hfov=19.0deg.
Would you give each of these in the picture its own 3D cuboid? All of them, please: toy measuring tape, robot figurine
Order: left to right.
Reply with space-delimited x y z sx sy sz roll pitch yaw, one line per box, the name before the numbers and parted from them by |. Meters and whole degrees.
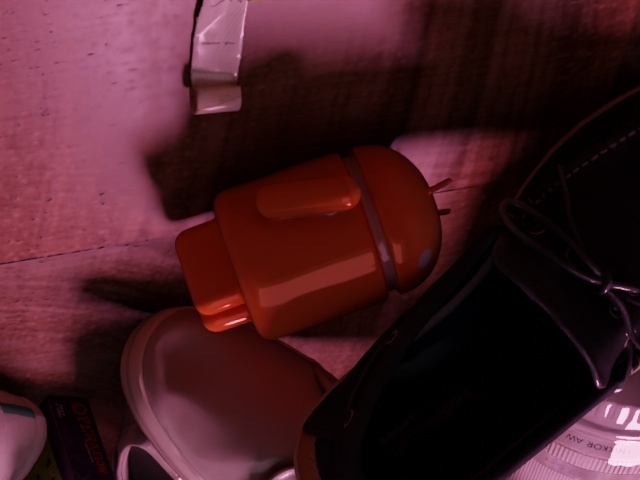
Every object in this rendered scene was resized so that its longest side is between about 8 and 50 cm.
toy measuring tape | -0.041 -0.171 1.272 0.121 0.121 0.330 -7 142 -18
robot figurine | 0.000 0.000 1.503 0.219 0.128 0.158 -19 120 -3

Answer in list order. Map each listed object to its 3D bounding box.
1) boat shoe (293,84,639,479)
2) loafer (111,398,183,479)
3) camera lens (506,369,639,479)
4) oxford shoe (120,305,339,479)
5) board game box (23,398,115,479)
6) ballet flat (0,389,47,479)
boat shoe | 0.188 0.049 1.503 0.500 0.187 0.156 -41 -179 -10
loafer | -0.133 0.263 1.724 0.112 0.111 0.319 5 126 20
camera lens | 0.243 0.148 1.741 0.219 0.219 0.274 -8 143 -17
oxford shoe | 0.025 0.197 1.644 0.449 0.169 0.130 39 147 -19
board game box | -0.271 0.326 1.728 0.056 0.208 0.347 8 136 -34
ballet flat | -0.365 0.267 1.688 0.139 0.139 0.400 14 131 -39
